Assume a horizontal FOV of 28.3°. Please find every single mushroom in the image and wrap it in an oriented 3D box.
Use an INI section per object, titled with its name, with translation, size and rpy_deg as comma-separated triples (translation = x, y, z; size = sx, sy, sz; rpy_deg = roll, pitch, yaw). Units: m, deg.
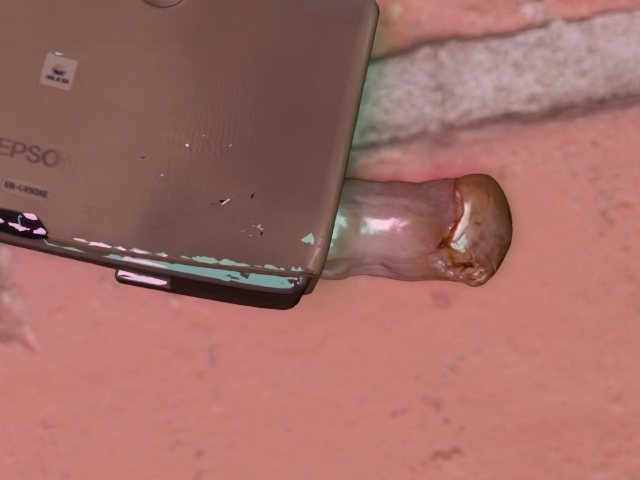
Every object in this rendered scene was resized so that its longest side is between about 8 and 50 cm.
[mushroom]
translation = -0.001, -0.003, 0.659
size = 0.202, 0.054, 0.059
rpy_deg = -1, 93, 2

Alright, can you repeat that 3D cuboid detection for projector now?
[projector]
translation = -0.116, -0.084, 0.600
size = 0.269, 0.088, 0.194
rpy_deg = 13, 77, -3
